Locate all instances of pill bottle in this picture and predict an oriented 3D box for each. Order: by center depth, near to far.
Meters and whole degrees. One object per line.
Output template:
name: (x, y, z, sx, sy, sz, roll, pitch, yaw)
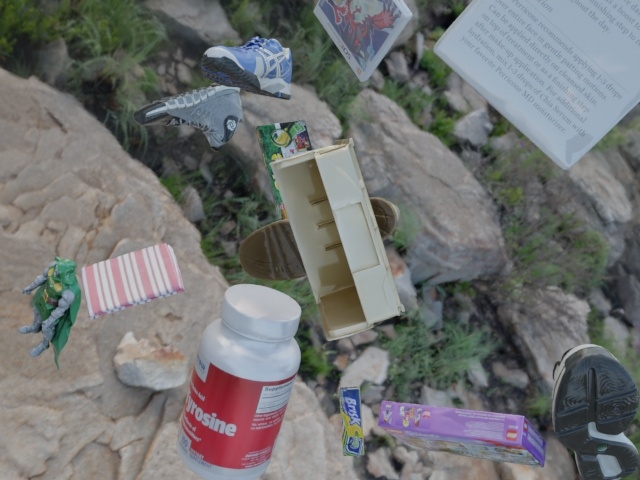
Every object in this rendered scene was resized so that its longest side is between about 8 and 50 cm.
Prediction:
pill bottle: (-0.177, 0.318, 1.537, 0.228, 0.408, 0.229, 14, 18, -5)

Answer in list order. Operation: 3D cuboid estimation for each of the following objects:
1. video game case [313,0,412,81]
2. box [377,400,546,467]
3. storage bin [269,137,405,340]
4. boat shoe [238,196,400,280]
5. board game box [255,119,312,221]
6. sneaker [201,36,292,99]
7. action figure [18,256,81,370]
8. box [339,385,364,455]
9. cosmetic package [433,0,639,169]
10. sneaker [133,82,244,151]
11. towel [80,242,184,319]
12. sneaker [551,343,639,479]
video game case: (0.073, -0.430, 1.288, 0.023, 0.201, 0.183, -28, 80, -29)
box: (0.290, 0.393, 1.386, 0.201, 0.293, 0.057, 45, 51, -50)
storage bin: (0.019, -0.013, 1.041, 0.123, 0.260, 0.262, -18, 98, -1)
boat shoe: (0.000, 0.000, 1.386, 0.110, 0.341, 0.122, -20, 95, -74)
board game box: (-0.073, -0.182, 1.764, 0.136, 0.030, 0.260, -12, 79, -19)
sneaker: (-0.105, -0.262, 1.001, 0.211, 0.080, 0.081, -10, 113, -69)
action figure: (-0.439, 0.102, 1.112, 0.063, 0.232, 0.137, -17, 63, -45)
box: (0.079, 0.457, 1.726, 0.054, 0.059, 0.169, -5, 74, 4)
cosmetic package: (0.376, -0.331, 0.819, 0.230, 0.453, 0.161, 44, 20, 2)
sneaker: (-0.250, -0.233, 1.368, 0.228, 0.086, 0.132, -23, 112, -23)
towel: (-0.387, 0.083, 1.398, 0.197, 0.029, 0.144, -17, 44, -12)
sneaker: (0.544, 0.306, 1.446, 0.258, 0.169, 0.448, -99, 166, -48)
